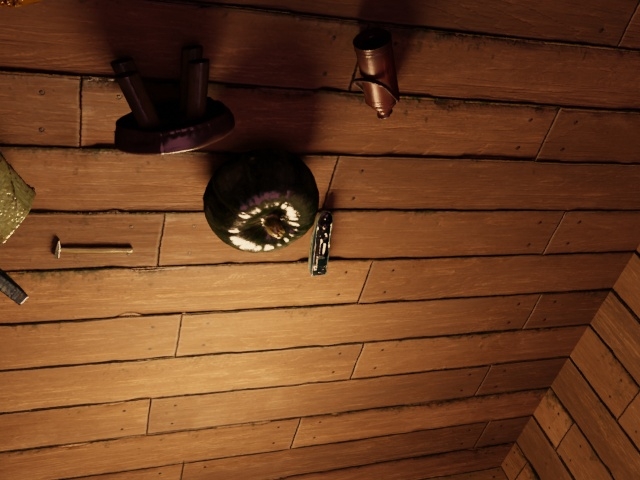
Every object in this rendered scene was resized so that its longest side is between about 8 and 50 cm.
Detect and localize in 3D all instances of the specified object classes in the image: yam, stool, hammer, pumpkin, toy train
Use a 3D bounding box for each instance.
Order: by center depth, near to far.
[{"bbox_3d":[-0.332,-0.307,1.622,0.272,0.272,0.178,-14,118,-12],"label":"stool"},{"bbox_3d":[-0.759,-0.124,1.623,0.202,0.201,0.271,-52,138,-19],"label":"yam"},{"bbox_3d":[-0.149,-0.093,1.908,0.300,0.207,0.300,-11,141,-9],"label":"pumpkin"},{"bbox_3d":[-0.593,0.021,1.950,0.199,0.013,0.062,0,129,-24],"label":"hammer"},{"bbox_3d":[0.000,0.000,2.166,0.052,0.051,0.234,-8,129,-18],"label":"toy train"}]

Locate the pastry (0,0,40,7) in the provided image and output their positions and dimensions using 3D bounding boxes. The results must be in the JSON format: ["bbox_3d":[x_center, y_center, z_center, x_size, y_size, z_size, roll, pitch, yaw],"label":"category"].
[{"bbox_3d":[-0.545,-0.557,1.357,0.311,0.162,0.255,-25,137,0],"label":"pastry"}]

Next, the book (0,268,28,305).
[{"bbox_3d":[-0.841,-0.036,1.606,0.039,0.300,0.428,-50,135,-15],"label":"book"}]

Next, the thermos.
[{"bbox_3d":[0.149,-0.404,1.847,0.124,0.099,0.232,-53,145,-29],"label":"thermos"}]
